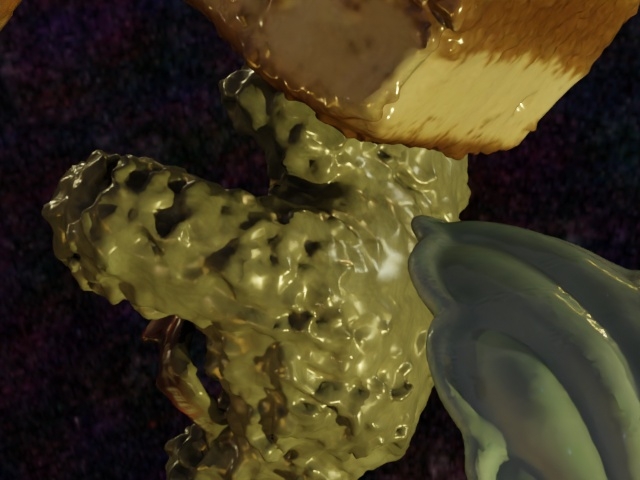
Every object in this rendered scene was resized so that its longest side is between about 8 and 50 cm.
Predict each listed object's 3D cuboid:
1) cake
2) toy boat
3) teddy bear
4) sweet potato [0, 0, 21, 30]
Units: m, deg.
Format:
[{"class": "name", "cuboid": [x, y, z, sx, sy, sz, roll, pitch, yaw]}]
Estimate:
[{"class": "cake", "cuboid": [0.069, -0.228, 0.797, 0.256, 0.290, 0.282, 45, 23, 20]}, {"class": "toy boat", "cuboid": [0.115, 0.091, 0.562, 0.100, 0.199, 0.290, -23, 35, 18]}, {"class": "teddy bear", "cuboid": [0.000, 0.000, 0.998, 0.224, 0.357, 0.367, 2, 43, 25]}, {"class": "sweet potato", "cuboid": [-0.217, -0.074, 0.518, 0.131, 0.337, 0.131, 26, 46, -31]}]
